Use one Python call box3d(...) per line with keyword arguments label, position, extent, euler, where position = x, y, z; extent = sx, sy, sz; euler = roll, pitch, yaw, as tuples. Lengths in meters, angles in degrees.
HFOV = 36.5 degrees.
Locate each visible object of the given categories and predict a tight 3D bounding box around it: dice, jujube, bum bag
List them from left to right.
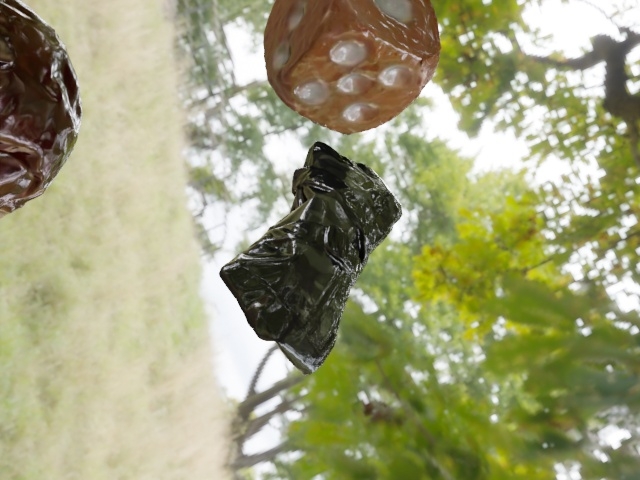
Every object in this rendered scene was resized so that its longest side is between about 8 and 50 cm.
box3d(label="jujube", position=(-0.452, -0.147, 1.049), extent=(0.276, 0.376, 0.277), euler=(175, -90, -88))
box3d(label="bum bag", position=(0.000, 0.000, 1.083), extent=(0.144, 0.340, 0.095), euler=(47, -49, -12))
box3d(label="dice", position=(0.037, -0.259, 1.254), extent=(0.179, 0.174, 0.174), euler=(-41, -138, 42))
